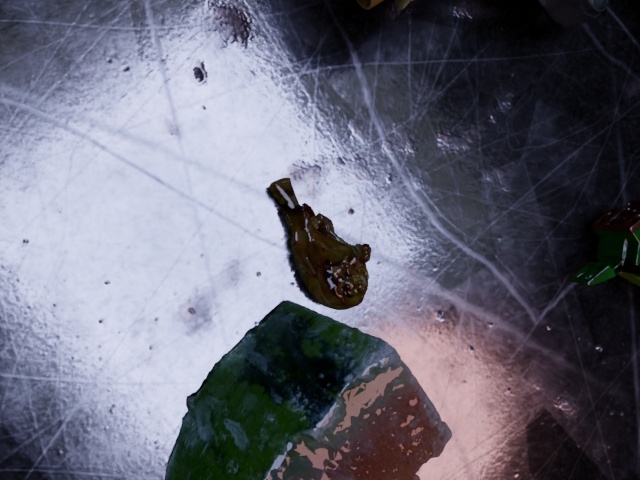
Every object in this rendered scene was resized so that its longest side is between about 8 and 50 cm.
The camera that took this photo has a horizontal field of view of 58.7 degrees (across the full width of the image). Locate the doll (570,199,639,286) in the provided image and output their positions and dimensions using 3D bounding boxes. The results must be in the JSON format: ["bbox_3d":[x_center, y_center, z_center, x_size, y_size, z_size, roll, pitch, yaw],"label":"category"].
[{"bbox_3d":[0.446,0.029,0.759,0.186,0.106,0.134,23,88,-11],"label":"doll"}]

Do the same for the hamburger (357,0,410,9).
[{"bbox_3d":[0.105,-0.410,0.612,0.212,0.274,0.274,-23,93,2],"label":"hamburger"}]

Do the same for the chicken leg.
[{"bbox_3d":[0.000,0.000,0.681,0.093,0.070,0.178,-35,83,13],"label":"chicken leg"}]

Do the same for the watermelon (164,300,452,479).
[{"bbox_3d":[0.006,0.234,0.624,0.302,0.151,0.264,37,80,-9],"label":"watermelon"}]

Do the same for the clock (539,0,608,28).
[{"bbox_3d":[0.307,-0.385,0.716,0.226,0.049,0.226,10,76,-46],"label":"clock"}]
